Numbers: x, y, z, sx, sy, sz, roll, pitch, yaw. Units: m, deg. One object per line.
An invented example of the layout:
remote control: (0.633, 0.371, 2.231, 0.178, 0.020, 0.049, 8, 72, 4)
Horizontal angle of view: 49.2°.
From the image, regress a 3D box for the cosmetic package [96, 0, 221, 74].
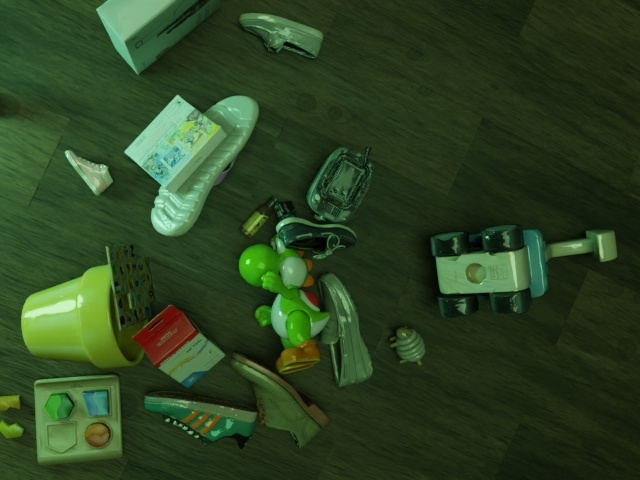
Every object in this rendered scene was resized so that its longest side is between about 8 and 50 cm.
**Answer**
cosmetic package: (-0.359, -0.540, 1.627, 0.284, 0.377, 0.097, -39, 99, -6)

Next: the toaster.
toaster: (0.050, -0.155, 1.846, 0.129, 0.146, 0.227, 28, 88, -12)

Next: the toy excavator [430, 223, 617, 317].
toy excavator: (0.565, 0.044, 1.937, 0.433, 0.445, 0.222, -6, 97, 31)

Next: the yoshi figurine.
yoshi figurine: (-0.117, 0.154, 1.803, 0.204, 0.203, 0.362, -20, 70, 25)

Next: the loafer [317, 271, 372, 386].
loafer: (0.047, 0.244, 1.888, 0.111, 0.112, 0.319, -20, 98, -18)

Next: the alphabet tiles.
alphabet tiles: (-0.461, 0.105, 1.719, 0.009, 0.237, 0.198, -8, 92, 7)

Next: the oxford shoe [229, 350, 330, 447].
oxford shoe: (-0.123, 0.422, 1.829, 0.348, 0.123, 0.130, 44, 79, -21)

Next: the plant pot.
plant pot: (-0.578, 0.195, 1.708, 0.239, 0.254, 0.254, -8, 95, 4)

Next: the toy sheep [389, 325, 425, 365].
toy sheep: (0.247, 0.295, 1.946, 0.091, 0.091, 0.132, -34, 113, -7)

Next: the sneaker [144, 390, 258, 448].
sneaker: (-0.320, 0.475, 1.832, 0.302, 0.108, 0.121, 15, 86, -13)

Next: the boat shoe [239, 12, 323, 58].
boat shoe: (-0.105, -0.531, 1.828, 0.228, 0.079, 0.081, 11, 87, -15)

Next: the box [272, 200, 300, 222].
box: (-0.085, -0.063, 1.858, 0.018, 0.067, 0.083, -33, 77, 32)

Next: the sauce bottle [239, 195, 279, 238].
sauce bottle: (-0.160, -0.064, 1.864, 0.042, 0.042, 0.128, 41, 87, -10)

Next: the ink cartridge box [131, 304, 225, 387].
ink cartridge box: (-0.353, 0.268, 1.759, 0.134, 0.231, 0.078, -41, 56, -6)

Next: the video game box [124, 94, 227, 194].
video game box: (-0.365, -0.244, 1.759, 0.205, 0.048, 0.187, -48, 57, -4)

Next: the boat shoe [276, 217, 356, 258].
boat shoe: (0.000, 0.000, 1.830, 0.254, 0.095, 0.079, 14, 46, -43)

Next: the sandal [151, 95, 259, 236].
sandal: (-0.294, -0.191, 1.796, 0.169, 0.102, 0.416, 29, 81, 27)

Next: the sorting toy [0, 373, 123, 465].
sorting toy: (-0.671, 0.467, 1.797, 0.307, 0.041, 0.229, -3, 94, -11)

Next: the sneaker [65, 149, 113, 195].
sneaker: (-0.581, -0.186, 1.773, 0.070, 0.051, 0.134, -38, 103, -8)
